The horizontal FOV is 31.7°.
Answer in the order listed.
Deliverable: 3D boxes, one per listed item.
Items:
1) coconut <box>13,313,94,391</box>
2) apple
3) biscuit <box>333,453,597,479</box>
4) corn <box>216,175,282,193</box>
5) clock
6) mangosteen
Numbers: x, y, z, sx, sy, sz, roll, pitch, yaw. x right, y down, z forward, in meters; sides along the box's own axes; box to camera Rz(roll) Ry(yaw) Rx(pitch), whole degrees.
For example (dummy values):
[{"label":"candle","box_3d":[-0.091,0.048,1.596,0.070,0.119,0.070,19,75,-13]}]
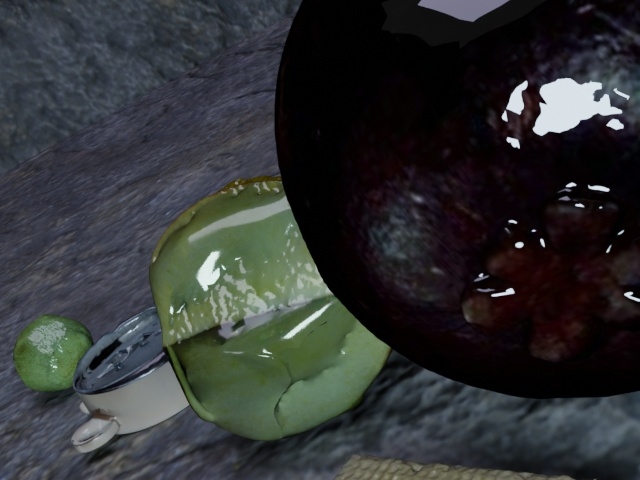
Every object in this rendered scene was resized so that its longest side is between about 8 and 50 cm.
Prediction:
[{"label":"coconut","box_3d":[-0.297,0.125,1.250,0.096,0.088,0.088,-3,32,39]},{"label":"apple","box_3d":[-0.035,0.054,0.931,0.188,0.207,0.174,-23,-7,8]},{"label":"biscuit","box_3d":[0.077,0.186,0.667,0.238,0.062,0.108,-6,30,46]},{"label":"corn","box_3d":[0.000,0.000,1.109,0.131,0.131,0.344,-39,24,-28]},{"label":"clock","box_3d":[-0.172,0.121,1.128,0.155,0.063,0.229,-5,29,45]},{"label":"mangosteen","box_3d":[0.167,-0.099,0.772,0.382,0.382,0.435,-19,29,23]}]
